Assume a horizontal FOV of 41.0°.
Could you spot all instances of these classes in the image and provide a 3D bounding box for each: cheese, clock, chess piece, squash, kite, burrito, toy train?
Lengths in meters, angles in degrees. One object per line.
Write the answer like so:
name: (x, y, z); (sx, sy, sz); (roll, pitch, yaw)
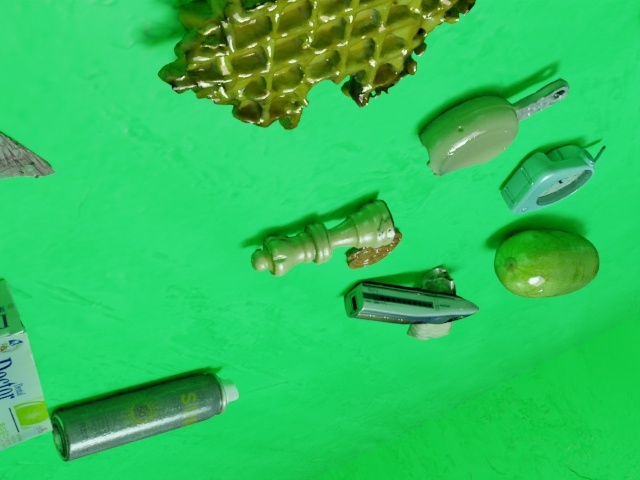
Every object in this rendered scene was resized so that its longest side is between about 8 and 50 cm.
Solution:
cheese: (0.187, -0.123, 0.927); (0.171, 0.047, 0.092); (-20, 159, -15)
clock: (0.325, -0.089, 1.165); (0.147, 0.045, 0.108); (-16, 158, -26)
chess piece: (0.000, 0.001, 1.001); (0.172, 0.060, 0.060); (-16, 157, -17)
squash: (0.408, 0.039, 1.457); (0.118, 0.118, 0.371); (-39, 156, 30)
kite: (-0.270, -0.045, 0.653); (0.139, 0.011, 0.156); (-6, 151, -36)
burrito: (0.196, 0.119, 1.480); (0.082, 0.059, 0.275); (-20, 157, -6)
toy train: (0.156, 0.108, 1.335); (0.252, 0.048, 0.055); (10, 144, -30)

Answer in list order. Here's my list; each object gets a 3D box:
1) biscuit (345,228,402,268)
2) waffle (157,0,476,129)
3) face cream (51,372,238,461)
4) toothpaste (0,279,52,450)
biscuit: (0.070, 0.014, 1.158); (0.078, 0.015, 0.091); (-14, 156, -29)
waffle: (0.010, -0.165, 0.635); (0.232, 0.051, 0.229); (-38, 153, 27)
face cream: (-0.253, 0.254, 1.275); (0.284, 0.073, 0.073); (-10, 154, -35)
toothpaste: (-0.354, 0.150, 0.935); (0.081, 0.067, 0.336); (-20, 159, -22)
